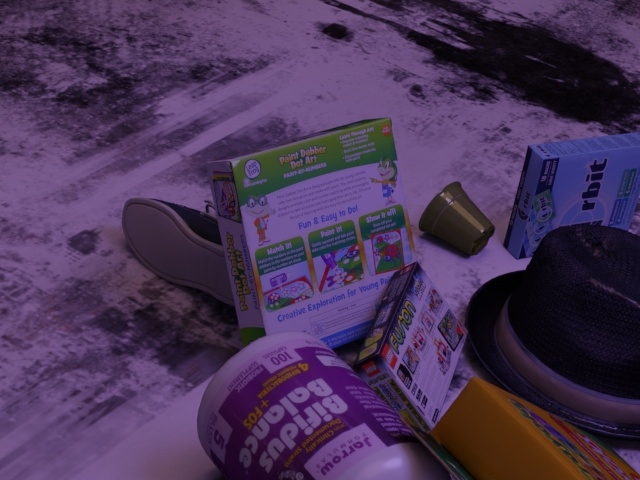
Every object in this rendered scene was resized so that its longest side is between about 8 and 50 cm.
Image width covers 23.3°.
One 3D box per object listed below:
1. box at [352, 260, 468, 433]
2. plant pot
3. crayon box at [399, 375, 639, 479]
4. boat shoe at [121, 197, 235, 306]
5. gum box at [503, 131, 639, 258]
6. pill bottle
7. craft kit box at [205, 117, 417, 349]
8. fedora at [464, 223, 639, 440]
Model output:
[{"bbox_3d":[0.106,0.122,1.766,0.114,0.036,0.207,53,30,-14],"label":"box"},{"bbox_3d":[0.187,-0.022,2.059,0.079,0.083,0.083,41,42,22],"label":"plant pot"},{"bbox_3d":[0.238,0.242,1.474,0.318,0.081,0.202,28,12,-46],"label":"crayon box"},{"bbox_3d":[-0.138,0.006,1.886,0.254,0.095,0.079,20,27,37],"label":"boat shoe"},{"bbox_3d":[0.346,-0.061,2.080,0.184,0.157,0.041,-7,36,-27],"label":"gum box"},{"bbox_3d":[0.021,0.232,1.500,0.169,0.169,0.301,-13,38,-33],"label":"pill bottle"},{"bbox_3d":[0.000,0.000,1.808,0.250,0.246,0.061,-17,13,-38],"label":"craft kit box"},{"bbox_3d":[0.338,0.087,1.843,0.334,0.152,0.334,7,31,-4],"label":"fedora"}]
